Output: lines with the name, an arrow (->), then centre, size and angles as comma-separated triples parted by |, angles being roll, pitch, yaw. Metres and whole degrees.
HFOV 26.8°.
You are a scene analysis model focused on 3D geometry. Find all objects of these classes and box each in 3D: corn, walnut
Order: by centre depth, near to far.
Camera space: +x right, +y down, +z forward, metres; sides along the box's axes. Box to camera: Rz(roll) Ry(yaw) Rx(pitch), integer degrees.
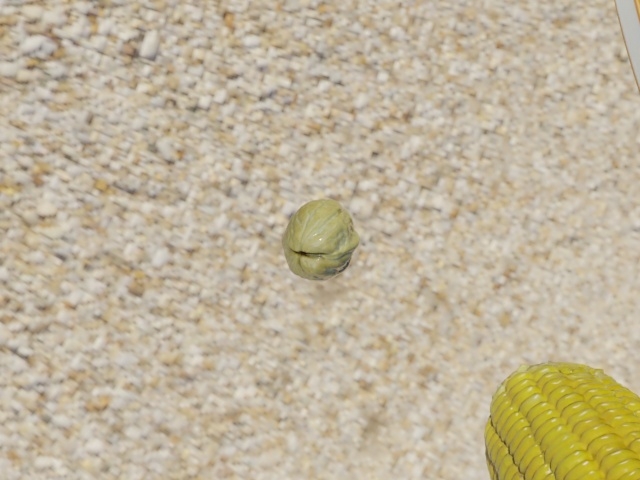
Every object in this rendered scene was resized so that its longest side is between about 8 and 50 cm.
corn -> 0.192, 0.182, 0.765 | 0.131, 0.344, 0.131 | -7, 115, -16
walnut -> 0.000, 0.000, 1.388 | 0.092, 0.092, 0.092 | -19, 120, -38

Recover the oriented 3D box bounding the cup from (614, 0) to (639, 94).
cup -> 0.340, -0.135, 1.065 | 0.226, 0.182, 0.264 | 16, 52, -12
